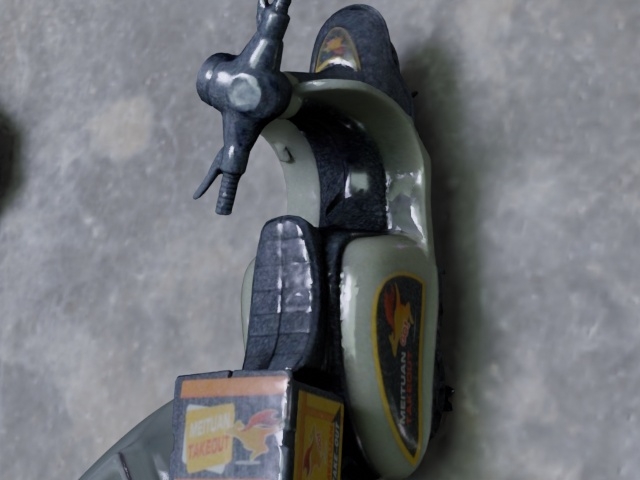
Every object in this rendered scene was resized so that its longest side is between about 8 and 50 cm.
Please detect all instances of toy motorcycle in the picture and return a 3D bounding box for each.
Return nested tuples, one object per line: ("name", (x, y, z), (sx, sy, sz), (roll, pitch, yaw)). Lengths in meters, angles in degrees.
("toy motorcycle", (0.000, 0.000, 0.661), (0.091, 0.157, 0.263), (-6, 74, 29))

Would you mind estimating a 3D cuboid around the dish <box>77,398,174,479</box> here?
("dish", (-0.073, 0.187, 0.681), (0.151, 0.077, 0.212), (-42, 57, 30))
